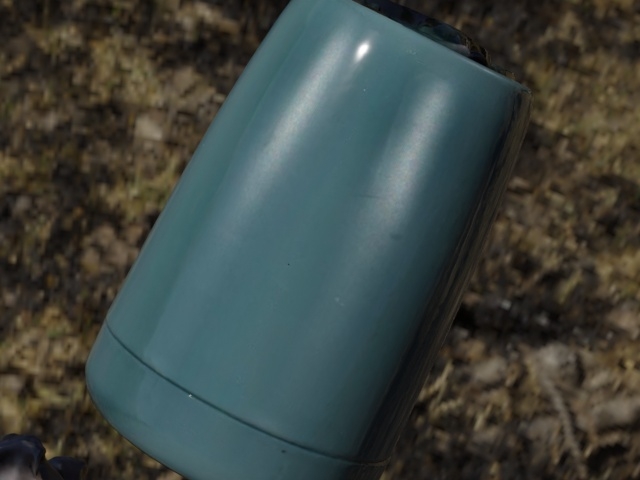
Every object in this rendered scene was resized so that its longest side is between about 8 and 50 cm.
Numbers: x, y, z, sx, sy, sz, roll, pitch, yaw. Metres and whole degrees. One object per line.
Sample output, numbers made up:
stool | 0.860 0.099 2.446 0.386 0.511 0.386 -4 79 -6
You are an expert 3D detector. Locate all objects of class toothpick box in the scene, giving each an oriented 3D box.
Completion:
toothpick box | 0.000 0.000 0.651 0.120 0.184 0.120 26 6 -3

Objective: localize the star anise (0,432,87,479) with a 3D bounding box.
star anise | -0.238 0.286 1.323 0.139 0.359 0.316 14 30 18
